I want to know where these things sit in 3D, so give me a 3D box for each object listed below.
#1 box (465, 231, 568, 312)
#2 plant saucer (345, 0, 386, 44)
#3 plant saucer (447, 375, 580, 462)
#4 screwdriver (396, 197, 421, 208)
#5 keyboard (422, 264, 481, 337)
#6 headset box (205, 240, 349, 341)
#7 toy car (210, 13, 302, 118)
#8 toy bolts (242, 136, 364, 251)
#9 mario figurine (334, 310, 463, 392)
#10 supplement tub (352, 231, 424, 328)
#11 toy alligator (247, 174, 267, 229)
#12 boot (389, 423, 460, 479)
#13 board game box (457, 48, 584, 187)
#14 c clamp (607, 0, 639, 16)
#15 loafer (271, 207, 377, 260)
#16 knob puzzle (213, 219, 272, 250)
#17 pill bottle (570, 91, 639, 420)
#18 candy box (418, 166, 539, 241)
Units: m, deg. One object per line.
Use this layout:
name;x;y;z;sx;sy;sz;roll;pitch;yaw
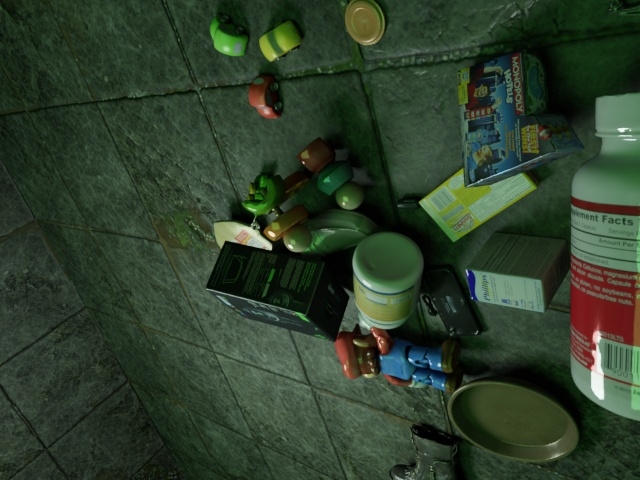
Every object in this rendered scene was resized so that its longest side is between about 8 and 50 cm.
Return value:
box;0.352;0.053;0.998;0.137;0.126;0.072;9;128;40
plant saucer;0.078;-0.387;0.986;0.084;0.013;0.083;26;137;27
plant saucer;0.424;0.394;1.240;0.278;0.041;0.277;15;132;17
screwdriver;0.224;-0.072;1.099;0.170;0.025;0.024;4;124;43
keyboard;0.275;0.136;1.227;0.108;0.023;0.180;-14;110;42
headset box;-0.085;0.129;1.347;0.283;0.131;0.246;11;160;21
toy car;-0.157;-0.391;1.175;0.225;0.053;0.239;39;141;12
toy bolts;-0.014;-0.091;1.206;0.228;0.218;0.158;-40;86;18
mario figurine;0.187;0.262;1.369;0.321;0.170;0.197;5;89;29
supplement tub;0.142;0.090;1.198;0.144;0.144;0.199;29;151;23
toy alligator;-0.159;-0.107;1.418;0.189;0.056;0.051;109;154;-47
boot;0.289;0.610;1.570;0.263;0.091;0.228;-1;115;40
board game box;0.297;-0.179;0.846;0.194;0.060;0.194;9;106;63
c clamp;0.384;-0.358;0.715;0.137;0.022;0.160;-19;105;44
loafer;0.000;0.000;1.286;0.112;0.111;0.320;34;154;-31
knob puzzle;-0.211;0.004;1.555;0.213;0.030;0.213;17;139;15
pill bottle;0.452;0.010;0.731;0.229;0.229;0.407;6;106;41
candy box;0.282;-0.086;1.017;0.105;0.027;0.206;47;137;-2
